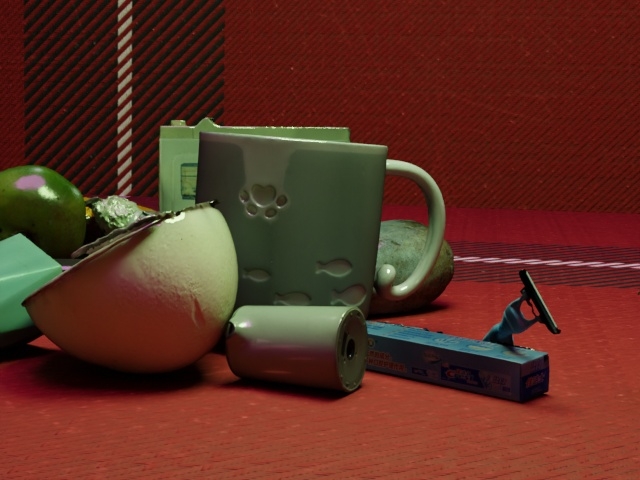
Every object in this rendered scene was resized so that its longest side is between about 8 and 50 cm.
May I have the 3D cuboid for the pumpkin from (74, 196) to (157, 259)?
[{"bbox_3d":[-0.424,-0.001,2.200,0.222,0.139,0.317,6,9,16],"label":"pumpkin"}]

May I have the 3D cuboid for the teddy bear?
[{"bbox_3d":[-0.287,-0.009,2.010,0.111,0.213,0.133,-40,-4,20],"label":"teddy bear"}]

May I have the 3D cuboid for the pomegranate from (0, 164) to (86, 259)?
[{"bbox_3d":[-0.450,-0.044,1.963,0.180,0.180,0.209,1,33,-4],"label":"pomegranate"}]

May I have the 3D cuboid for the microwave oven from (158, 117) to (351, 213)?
[{"bbox_3d":[-0.128,-0.093,2.395,0.355,0.286,0.218,0,6,-4],"label":"microwave oven"}]

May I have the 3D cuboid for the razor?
[{"bbox_3d":[0.226,0.105,1.499,0.042,0.082,0.253,-25,-13,-10],"label":"razor"}]

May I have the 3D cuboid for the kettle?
[{"bbox_3d":[-0.023,0.121,1.470,0.148,0.098,0.127,1,12,25],"label":"kettle"}]

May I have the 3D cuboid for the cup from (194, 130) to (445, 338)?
[{"bbox_3d":[0.000,0.000,1.710,0.357,0.274,0.259,4,5,-18],"label":"cup"}]

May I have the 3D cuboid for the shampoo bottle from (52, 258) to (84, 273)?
[{"bbox_3d":[-0.343,0.071,1.861,0.246,0.080,0.079,1,6,-1],"label":"shampoo bottle"}]

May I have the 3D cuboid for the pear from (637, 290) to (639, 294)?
[{"bbox_3d":[0.511,0.042,1.430,0.267,0.267,0.178,7,51,38],"label":"pear"}]

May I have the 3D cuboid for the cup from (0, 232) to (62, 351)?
[{"bbox_3d":[-0.443,0.087,1.542,0.148,0.134,0.236,-32,-5,32],"label":"cup"}]

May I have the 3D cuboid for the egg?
[{"bbox_3d":[-0.212,0.079,1.515,0.264,0.174,0.286,-26,-1,-29],"label":"egg"}]

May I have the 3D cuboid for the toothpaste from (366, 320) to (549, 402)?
[{"bbox_3d":[0.142,0.143,1.505,0.272,0.053,0.066,8,14,40],"label":"toothpaste"}]

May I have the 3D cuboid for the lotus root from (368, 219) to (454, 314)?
[{"bbox_3d":[0.071,0.044,1.932,0.322,0.140,0.158,-9,12,-42],"label":"lotus root"}]
